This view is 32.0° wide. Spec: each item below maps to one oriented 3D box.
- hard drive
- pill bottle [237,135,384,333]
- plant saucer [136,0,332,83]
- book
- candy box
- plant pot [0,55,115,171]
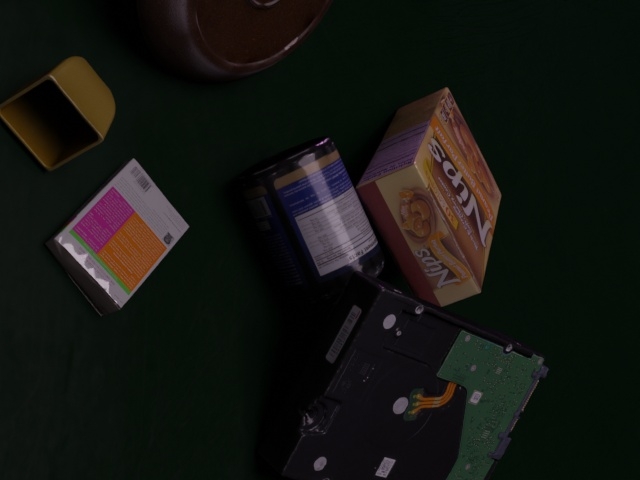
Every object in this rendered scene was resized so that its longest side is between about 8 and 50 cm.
[{"bbox_3d":[0.109,0.191,1.311,0.339,0.064,0.237,23,97,-41],"label":"hard drive"},{"bbox_3d":[0.000,0.000,1.297,0.123,0.123,0.219,-34,104,-49],"label":"pill bottle"},{"bbox_3d":[-0.066,-0.305,1.232,0.310,0.050,0.310,-34,145,-28],"label":"plant saucer"},{"bbox_3d":[-0.204,-0.007,1.138,0.096,0.035,0.144,54,43,-17],"label":"book"},{"bbox_3d":[0.150,-0.062,1.448,0.183,0.087,0.316,60,23,-15],"label":"candy box"},{"bbox_3d":[-0.251,-0.134,1.095,0.081,0.081,0.083,52,32,-23],"label":"plant pot"}]
